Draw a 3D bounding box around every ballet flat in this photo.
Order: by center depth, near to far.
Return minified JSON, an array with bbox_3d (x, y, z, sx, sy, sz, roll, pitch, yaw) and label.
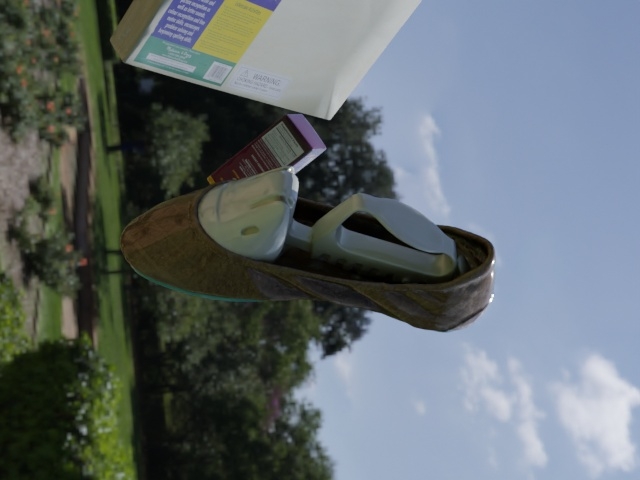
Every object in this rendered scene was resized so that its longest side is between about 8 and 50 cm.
[{"bbox_3d":[0.000,0.000,0.834,0.124,0.342,0.116,112,-11,-49],"label":"ballet flat"}]

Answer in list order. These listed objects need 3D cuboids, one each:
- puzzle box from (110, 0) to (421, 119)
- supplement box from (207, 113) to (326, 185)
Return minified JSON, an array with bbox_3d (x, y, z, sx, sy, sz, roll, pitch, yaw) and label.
[{"bbox_3d":[-0.050,-0.314,1.278,0.272,0.409,0.052,-50,-123,25],"label":"puzzle box"},{"bbox_3d":[-0.094,-0.137,1.671,0.081,0.188,0.104,54,16,3],"label":"supplement box"}]
